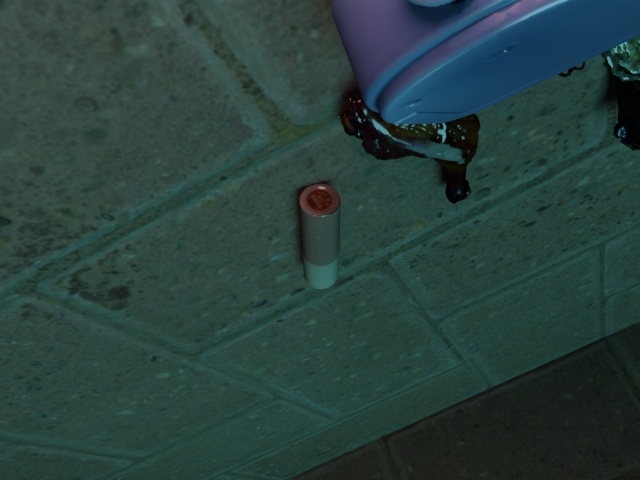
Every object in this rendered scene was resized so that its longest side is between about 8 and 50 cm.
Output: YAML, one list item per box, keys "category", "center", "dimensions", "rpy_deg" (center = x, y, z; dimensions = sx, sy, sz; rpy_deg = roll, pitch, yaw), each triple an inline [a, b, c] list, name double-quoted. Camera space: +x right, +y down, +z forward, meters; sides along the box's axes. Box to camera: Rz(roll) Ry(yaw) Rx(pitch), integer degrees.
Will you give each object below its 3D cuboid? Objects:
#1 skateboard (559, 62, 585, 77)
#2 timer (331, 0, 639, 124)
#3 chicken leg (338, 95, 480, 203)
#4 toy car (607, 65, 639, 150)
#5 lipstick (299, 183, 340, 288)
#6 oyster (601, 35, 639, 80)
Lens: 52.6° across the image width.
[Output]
- category: "skateboard"
  center: [0.417, -0.299, 0.985]
  dimensions: [0.152, 0.067, 0.080]
  rpy_deg: [-22, 160, 12]
- category: "timer"
  center: [0.188, -0.265, 0.666]
  dimensions: [0.395, 0.173, 0.395]
  rpy_deg: [-19, 177, -1]
- category: "chicken leg"
  center: [0.183, -0.150, 1.036]
  dimensions: [0.158, 0.095, 0.407]
  rpy_deg: [-31, 151, 24]
- category: "toy car"
  center: [0.541, -0.239, 1.070]
  dimensions: [0.063, 0.103, 0.216]
  rpy_deg: [-35, 125, -19]
- category: "lipstick"
  center: [0.000, 0.000, 1.177]
  dimensions: [0.070, 0.070, 0.254]
  rpy_deg: [-16, 149, -9]
- category: "oyster"
  center: [0.489, -0.309, 0.873]
  dimensions: [0.268, 0.198, 0.112]
  rpy_deg: [-14, -176, -11]
